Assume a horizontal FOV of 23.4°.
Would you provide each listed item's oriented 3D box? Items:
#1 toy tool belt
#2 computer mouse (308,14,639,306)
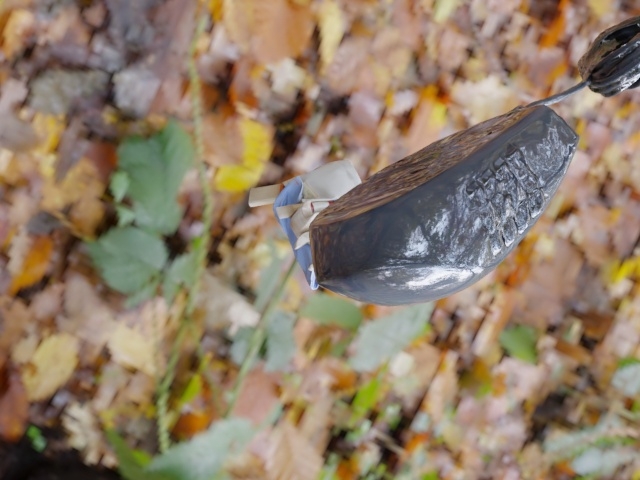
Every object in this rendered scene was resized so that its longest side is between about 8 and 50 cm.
[{"bbox_3d":[0.000,0.000,0.747,0.051,0.083,0.052,-12,139,-18],"label":"toy tool belt"},{"bbox_3d":[0.080,-0.034,0.557,0.242,0.071,0.041,-34,101,-42],"label":"computer mouse"}]
